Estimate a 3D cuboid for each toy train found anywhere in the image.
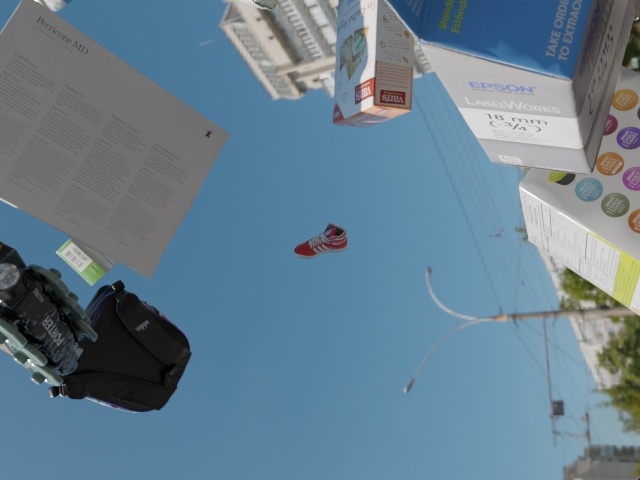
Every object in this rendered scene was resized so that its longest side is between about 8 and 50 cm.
[{"bbox_3d":[-0.498,0.118,1.092,0.142,0.190,0.334,-57,-15,-28],"label":"toy train"}]

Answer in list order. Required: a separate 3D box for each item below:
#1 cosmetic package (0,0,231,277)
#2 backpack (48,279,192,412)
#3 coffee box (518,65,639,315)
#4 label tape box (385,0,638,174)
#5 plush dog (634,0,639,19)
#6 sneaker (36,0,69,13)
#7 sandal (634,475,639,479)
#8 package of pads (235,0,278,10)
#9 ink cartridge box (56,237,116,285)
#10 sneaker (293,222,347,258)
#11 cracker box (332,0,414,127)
[{"bbox_3d":[-0.375,-0.153,1.063,0.377,0.097,0.285,33,-101,-26],"label":"cosmetic package"},{"bbox_3d":[-0.440,0.257,1.494,0.263,0.213,0.277,37,-100,-25],"label":"backpack"},{"bbox_3d":[0.668,-0.094,1.414,0.338,0.334,0.338,-50,-29,-2],"label":"coffee box"},{"bbox_3d":[0.178,-0.214,0.516,0.333,0.105,0.241,24,-99,-62],"label":"label tape box"},{"bbox_3d":[0.467,-0.429,1.199,0.262,0.225,0.211,-29,-61,-59],"label":"plush dog"},{"bbox_3d":[-0.526,-0.582,1.409,0.112,0.130,0.297,55,-152,-45],"label":"sneaker"},{"bbox_3d":[0.337,0.301,0.615,0.102,0.169,0.417,15,-89,-39],"label":"sandal"},{"bbox_3d":[-0.163,-0.674,1.439,0.101,0.229,0.297,-10,-59,-61],"label":"package of pads"},{"bbox_3d":[-0.500,-0.001,1.523,0.109,0.062,0.209,47,-152,-14],"label":"ink cartridge box"},{"bbox_3d":[0.000,0.000,1.402,0.067,0.118,0.042,91,165,-52],"label":"sneaker"},{"bbox_3d":[0.078,-0.296,0.985,0.067,0.155,0.232,2,-91,-20],"label":"cracker box"}]
